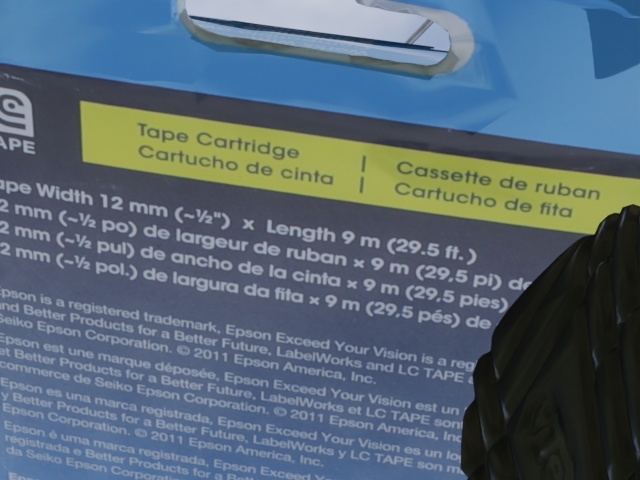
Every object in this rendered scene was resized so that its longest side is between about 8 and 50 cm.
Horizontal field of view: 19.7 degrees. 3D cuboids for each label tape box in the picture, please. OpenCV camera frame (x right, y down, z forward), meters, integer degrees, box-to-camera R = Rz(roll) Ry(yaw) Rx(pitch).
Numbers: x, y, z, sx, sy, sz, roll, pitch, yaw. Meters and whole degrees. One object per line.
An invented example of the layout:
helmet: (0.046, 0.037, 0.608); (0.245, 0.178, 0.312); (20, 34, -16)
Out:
label tape box: (0.000, 0.000, 0.686); (0.249, 0.347, 0.115); (8, -139, 5)

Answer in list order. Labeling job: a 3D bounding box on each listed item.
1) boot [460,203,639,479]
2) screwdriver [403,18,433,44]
boot: (0.145, 0.157, 0.382); (0.118, 0.223, 0.338); (-41, -148, 47)
screwdriver: (0.044, -0.113, 1.102); (0.024, 0.170, 0.025); (-11, -108, -24)
